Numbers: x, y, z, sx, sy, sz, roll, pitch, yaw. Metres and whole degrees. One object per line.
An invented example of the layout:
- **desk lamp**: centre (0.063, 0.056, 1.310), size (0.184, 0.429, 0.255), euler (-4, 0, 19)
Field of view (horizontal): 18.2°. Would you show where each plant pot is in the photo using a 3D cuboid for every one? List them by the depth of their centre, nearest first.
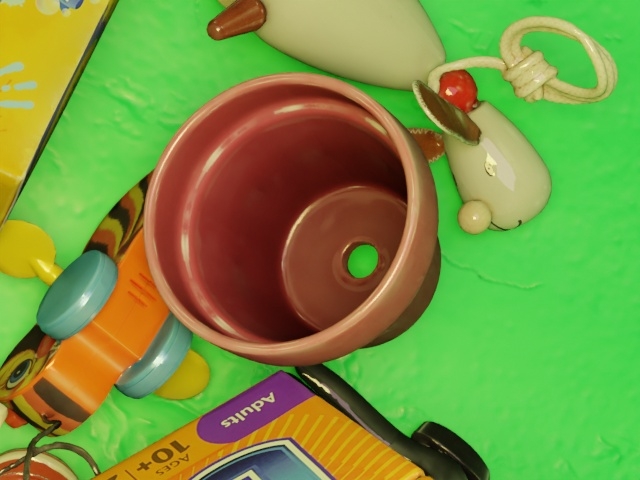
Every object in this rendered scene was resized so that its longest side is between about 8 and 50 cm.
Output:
- **plant pot**: centre (0.000, 0.000, 1.420), size (0.201, 0.180, 0.201), euler (-5, 75, 19)

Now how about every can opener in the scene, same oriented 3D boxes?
- **can opener**: centre (0.044, 0.156, 1.536), size (0.186, 0.073, 0.059), euler (34, 118, -4)

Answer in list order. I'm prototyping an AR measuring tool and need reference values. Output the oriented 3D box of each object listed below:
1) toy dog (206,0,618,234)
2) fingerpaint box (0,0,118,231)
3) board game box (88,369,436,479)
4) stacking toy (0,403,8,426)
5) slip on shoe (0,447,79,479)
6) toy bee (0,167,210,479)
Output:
- **toy dog**: centre (0.034, -0.122, 1.490), size (0.333, 0.220, 0.161), euler (37, 57, 3)
- **fingerpaint box**: centre (-0.294, -0.281, 1.404), size (0.371, 0.163, 0.445), euler (26, 67, -8)
- **board game box**: centre (-0.036, 0.367, 1.253), size (0.356, 0.356, 0.357), euler (-29, 122, -21)
- **stacking toy**: centre (-0.373, 0.098, 1.378), size (0.309, 0.130, 0.279), euler (44, 110, -11)
- **slip on shoe**: centre (-0.232, 0.314, 1.434), size (0.123, 0.101, 0.331), euler (14, 81, -9)
- **toy bee**: centre (-0.185, 0.070, 1.451), size (0.298, 0.162, 0.195), euler (-41, 104, -42)
